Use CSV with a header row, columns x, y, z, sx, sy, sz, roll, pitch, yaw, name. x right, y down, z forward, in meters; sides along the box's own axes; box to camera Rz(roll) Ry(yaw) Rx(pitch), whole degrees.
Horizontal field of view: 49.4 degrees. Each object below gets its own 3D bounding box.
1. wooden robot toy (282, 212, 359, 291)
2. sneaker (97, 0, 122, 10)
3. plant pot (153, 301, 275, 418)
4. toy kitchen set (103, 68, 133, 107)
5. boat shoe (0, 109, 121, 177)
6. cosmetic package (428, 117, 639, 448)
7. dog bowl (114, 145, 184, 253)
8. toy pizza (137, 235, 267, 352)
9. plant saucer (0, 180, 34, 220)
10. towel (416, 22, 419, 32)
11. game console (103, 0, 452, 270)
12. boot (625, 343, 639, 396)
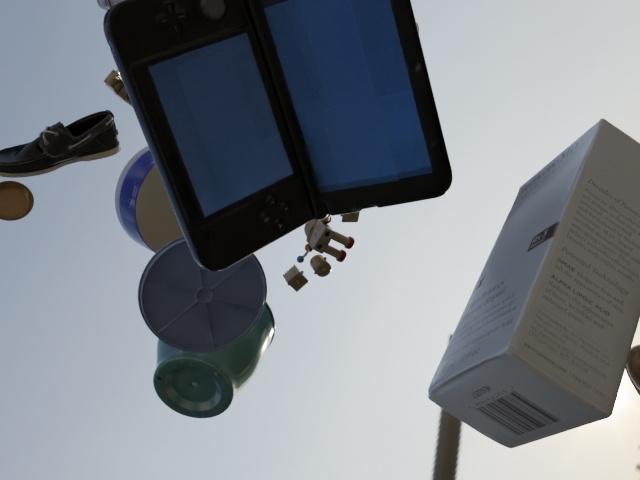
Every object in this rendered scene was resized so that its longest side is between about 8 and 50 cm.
x,y,z,sx,sy,sz,roll,pitch,yaw,name
0.000,0.000,1.139,0.076,0.079,0.173,27,-79,-30,wooden robot toy
-0.363,-0.544,1.393,0.094,0.091,0.258,89,-170,-56,sneaker
-0.261,0.263,1.620,0.255,0.272,0.271,-76,-20,-58,plant pot
-0.413,-0.339,1.516,0.068,0.075,0.083,-53,-4,-6,toy kitchen set
-0.464,-0.170,1.210,0.233,0.084,0.079,-24,-45,-34,boat shoe
0.177,0.029,0.522,0.231,0.086,0.117,-59,3,-33,cosmetic package
-0.329,-0.093,1.602,0.265,0.104,0.264,-16,-64,-36,dog bowl
-0.185,0.082,1.098,0.201,0.032,0.201,-4,-73,-14,toy pizza
-0.585,-0.072,1.311,0.084,0.015,0.083,9,-115,-19,plant saucer
0.067,-0.286,1.272,0.285,0.034,0.209,-20,-50,-34,towel
-0.034,-0.136,0.712,0.250,0.173,0.293,-31,-67,-32,game console
0.680,0.303,1.314,0.112,0.305,0.115,-40,-48,14,boot
